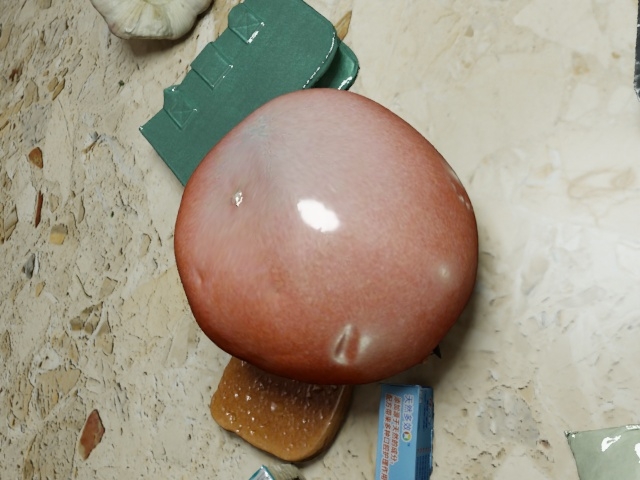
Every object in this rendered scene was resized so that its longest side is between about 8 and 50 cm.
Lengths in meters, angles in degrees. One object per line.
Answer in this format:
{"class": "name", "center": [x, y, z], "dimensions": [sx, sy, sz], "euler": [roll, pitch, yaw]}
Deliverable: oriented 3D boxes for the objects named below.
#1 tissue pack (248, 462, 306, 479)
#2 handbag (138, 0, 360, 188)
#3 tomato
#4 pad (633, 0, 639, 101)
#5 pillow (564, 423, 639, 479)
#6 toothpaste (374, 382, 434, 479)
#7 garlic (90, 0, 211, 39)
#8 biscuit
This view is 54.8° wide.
{"class": "tissue pack", "center": [-0.037, 0.370, 0.741], "dimensions": [0.169, 0.082, 0.120], "euler": [44, 100, 30]}
{"class": "handbag", "center": [-0.116, -0.221, 0.947], "dimensions": [0.326, 0.089, 0.238], "euler": [-48, 59, 11]}
{"class": "tomato", "center": [0.000, 0.000, 0.699], "dimensions": [0.342, 0.273, 0.341], "euler": [-15, 54, 22]}
{"class": "pad", "center": [0.518, -0.191, 0.620], "dimensions": [0.376, 0.063, 0.314], "euler": [5, 78, 20]}
{"class": "pillow", "center": [0.363, 0.237, 0.575], "dimensions": [0.230, 0.050, 0.148], "euler": [-17, 64, 25]}
{"class": "toothpaste", "center": [0.090, 0.301, 0.698], "dimensions": [0.053, 0.066, 0.272], "euler": [-1, 76, 29]}
{"class": "garlic", "center": [-0.307, -0.453, 1.080], "dimensions": [0.218, 0.219, 0.212], "euler": [-56, 29, 5]}
{"class": "biscuit", "center": [-0.046, 0.187, 0.824], "dimensions": [0.192, 0.036, 0.186], "euler": [15, 82, 32]}
